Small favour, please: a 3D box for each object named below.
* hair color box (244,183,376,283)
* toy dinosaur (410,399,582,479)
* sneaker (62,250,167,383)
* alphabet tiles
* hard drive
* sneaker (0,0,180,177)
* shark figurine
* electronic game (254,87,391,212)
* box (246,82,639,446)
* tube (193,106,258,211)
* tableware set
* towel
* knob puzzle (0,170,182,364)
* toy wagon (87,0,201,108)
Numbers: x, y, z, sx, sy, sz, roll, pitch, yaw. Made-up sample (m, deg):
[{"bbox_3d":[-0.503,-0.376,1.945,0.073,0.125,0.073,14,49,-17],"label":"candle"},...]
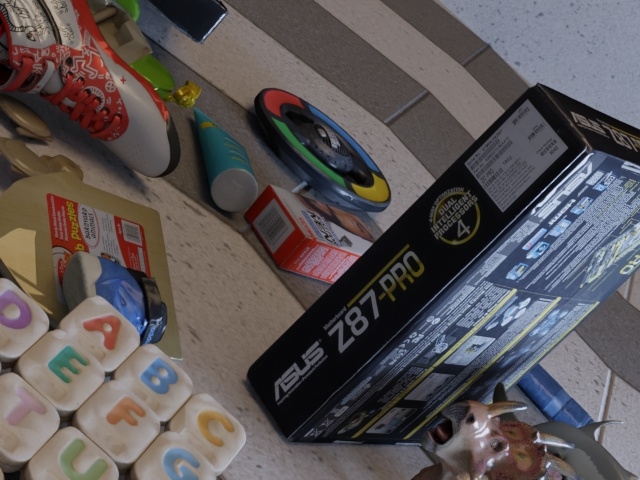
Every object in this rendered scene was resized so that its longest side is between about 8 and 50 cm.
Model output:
[{"bbox_3d":[0.000,0.000,1.807,0.167,0.053,0.093,20,28,-50],"label":"hair color box"},{"bbox_3d":[0.164,0.219,1.426,0.127,0.200,0.296,47,19,15],"label":"toy dinosaur"},{"bbox_3d":[-0.161,0.077,1.281,0.085,0.058,0.152,15,38,-29],"label":"sneaker"},{"bbox_3d":[-0.163,0.151,1.121,0.284,0.021,0.278,42,31,0],"label":"alphabet tiles"},{"bbox_3d":[-0.239,-0.371,2.008,0.237,0.064,0.339,40,7,-19],"label":"hard drive"},{"bbox_3d":[-0.260,-0.157,1.576,0.270,0.090,0.145,59,39,-8],"label":"sneaker"},{"bbox_3d":[0.268,0.216,1.527,0.116,0.166,0.278,-19,18,-27],"label":"shark figurine"},{"bbox_3d":[0.004,-0.121,2.085,0.229,0.048,0.229,37,20,-16],"label":"electronic game"},{"bbox_3d":[0.161,0.043,1.503,0.318,0.395,0.097,13,36,-54],"label":"box"},{"bbox_3d":[-0.110,-0.095,1.819,0.080,0.052,0.207,44,10,-23],"label":"tube"},{"bbox_3d":[-0.288,-0.096,1.500,0.168,0.020,0.141,47,14,25],"label":"tableware set"},{"bbox_3d":[0.294,0.203,1.976,0.119,0.029,0.067,46,19,10],"label":"towel"},{"bbox_3d":[-0.216,0.020,1.360,0.213,0.030,0.213,31,37,-26],"label":"knob puzzle"},{"bbox_3d":[-0.287,-0.255,1.778,0.344,0.068,0.267,42,19,-3],"label":"toy wagon"}]
